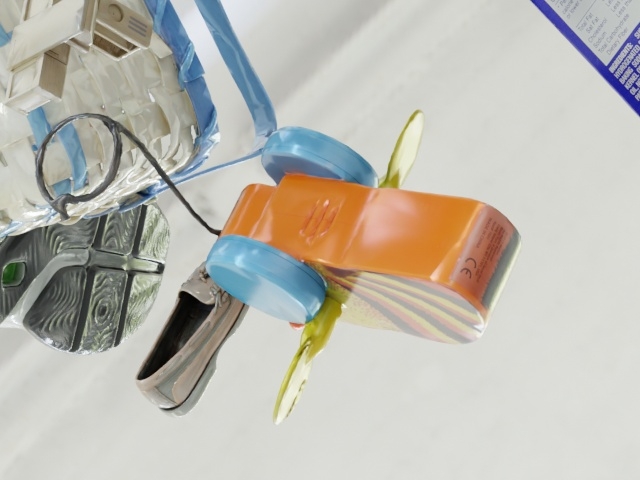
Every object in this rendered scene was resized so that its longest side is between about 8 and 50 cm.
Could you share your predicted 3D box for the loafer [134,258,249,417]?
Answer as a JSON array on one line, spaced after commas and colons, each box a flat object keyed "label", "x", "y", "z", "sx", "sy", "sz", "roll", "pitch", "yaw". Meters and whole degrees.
[{"label": "loafer", "x": -0.076, "y": 0.047, "z": 1.095, "sx": 0.039, "sy": 0.045, "sz": 0.125, "roll": 41, "pitch": -117, "yaw": -38}]

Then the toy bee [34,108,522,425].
[{"label": "toy bee", "x": 0.000, "y": 0.000, "z": 1.048, "sx": 0.195, "sy": 0.298, "sz": 0.162, "roll": -47, "pitch": -38, "yaw": -5}]

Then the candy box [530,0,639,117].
[{"label": "candy box", "x": 0.245, "y": -0.186, "z": 1.152, "sx": 0.268, "sy": 0.317, "sz": 0.122, "roll": -9, "pitch": -36, "yaw": -50}]

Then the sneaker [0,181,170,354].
[{"label": "sneaker", "x": -0.340, "y": -0.003, "z": 1.594, "sx": 0.447, "sy": 0.257, "sz": 0.169, "roll": -2, "pitch": -74, "yaw": -62}]

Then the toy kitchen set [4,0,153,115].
[{"label": "toy kitchen set", "x": -0.130, "y": -0.110, "z": 1.027, "sx": 0.075, "sy": 0.068, "sz": 0.083, "roll": 28, "pitch": -125, "yaw": -37}]

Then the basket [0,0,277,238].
[{"label": "basket", "x": -0.169, "y": -0.141, "z": 1.249, "sx": 0.289, "sy": 0.201, "sz": 0.254, "roll": -29, "pitch": -84, "yaw": -43}]
